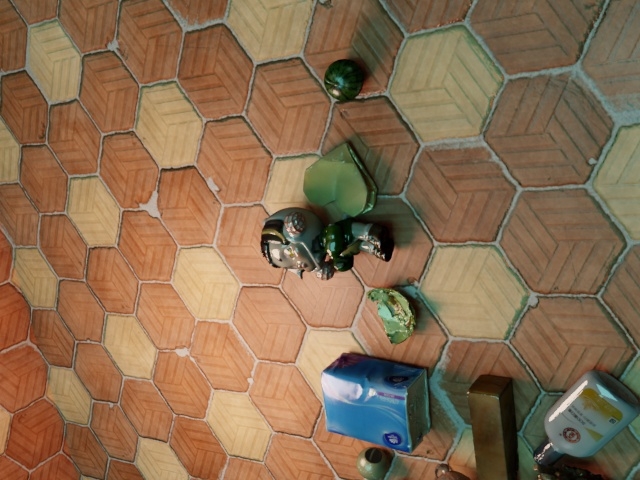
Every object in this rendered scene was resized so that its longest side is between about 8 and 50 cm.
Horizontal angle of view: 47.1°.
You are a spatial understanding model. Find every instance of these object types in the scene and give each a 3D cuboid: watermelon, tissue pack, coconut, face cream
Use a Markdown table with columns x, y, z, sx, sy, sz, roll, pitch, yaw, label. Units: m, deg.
| x | y | z | sx | sy | sz | roll | pitch | yaw | label |
| --- | --- | --- | --- | --- | --- | --- | --- | --- | --- |
| 0.056 | -0.379 | 1.739 | 0.109 | 0.109 | 0.108 | 13 | 115 | 31 | watermelon |
| 0.147 | 0.430 | 1.960 | 0.264 | 0.146 | 0.198 | 6 | 111 | 33 | tissue pack |
| 0.193 | 0.188 | 1.893 | 0.133 | 0.055 | 0.158 | -7 | 105 | 35 | coconut |
| 0.594 | 0.426 | 1.697 | 0.144 | 0.071 | 0.291 | 42 | 126 | 15 | face cream |

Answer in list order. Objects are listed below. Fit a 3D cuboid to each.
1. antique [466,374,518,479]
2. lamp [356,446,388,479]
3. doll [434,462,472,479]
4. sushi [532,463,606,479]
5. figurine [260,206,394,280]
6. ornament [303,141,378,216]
| x | y | z | sx | sy | sz | roll | pitch | yaw | label |
| --- | --- | --- | --- | --- | --- | --- | --- | --- | --- |
| 0.433 | 0.494 | 1.820 | 0.088 | 0.093 | 0.309 | 1 | 108 | 34 | antique |
| 0.145 | 0.661 | 2.099 | 0.091 | 0.091 | 0.163 | 26 | 136 | 24 | lamp |
| 0.376 | 0.731 | 1.941 | 0.201 | 0.156 | 0.303 | -116 | 14 | -49 | doll |
| 0.572 | 0.641 | 1.698 | 0.218 | 0.239 | 0.225 | -48 | 42 | 29 | sushi |
| 0.000 | 0.000 | 1.893 | 0.370 | 0.167 | 0.281 | 2 | 147 | 25 | figurine |
| 0.050 | -0.164 | 1.859 | 0.201 | 0.059 | 0.180 | 20 | 115 | 29 | ornament |
